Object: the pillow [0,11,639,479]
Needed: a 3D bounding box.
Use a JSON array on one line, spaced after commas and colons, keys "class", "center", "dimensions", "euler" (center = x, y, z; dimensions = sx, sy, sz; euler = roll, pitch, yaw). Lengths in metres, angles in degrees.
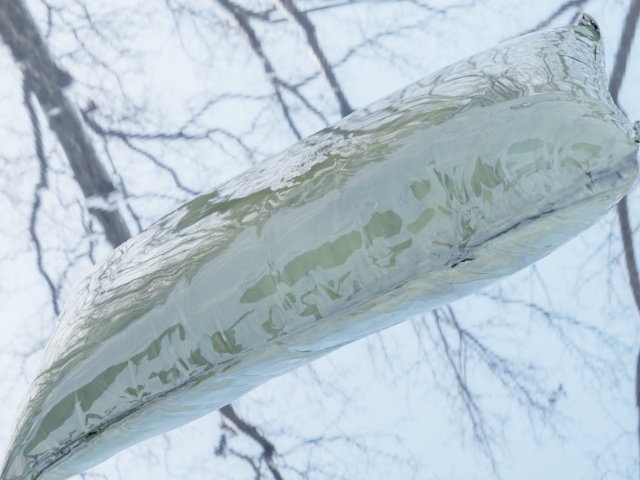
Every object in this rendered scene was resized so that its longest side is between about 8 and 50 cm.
[{"class": "pillow", "center": [0.000, 0.000, 0.539], "dimensions": [0.302, 0.075, 0.185], "euler": [-28, -162, 18]}]
